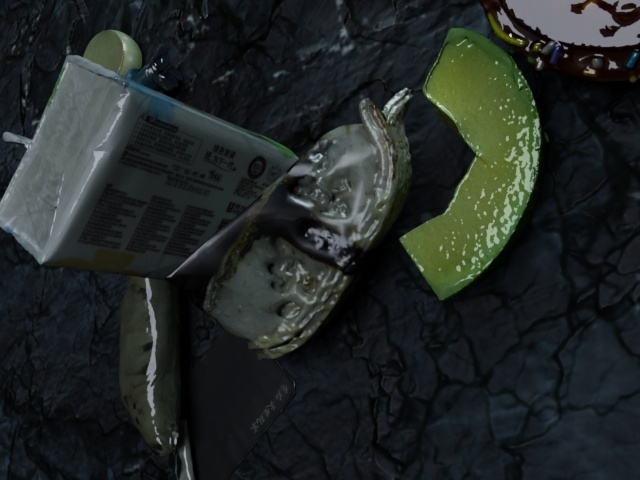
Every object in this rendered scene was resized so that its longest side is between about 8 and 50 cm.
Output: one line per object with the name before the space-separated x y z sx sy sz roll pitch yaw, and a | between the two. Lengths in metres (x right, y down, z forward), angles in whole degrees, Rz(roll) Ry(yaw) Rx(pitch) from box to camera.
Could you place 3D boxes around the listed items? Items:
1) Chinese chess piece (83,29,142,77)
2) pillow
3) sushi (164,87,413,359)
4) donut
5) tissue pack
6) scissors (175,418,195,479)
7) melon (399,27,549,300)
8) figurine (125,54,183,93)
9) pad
Chinese chess piece | -0.266 -0.225 0.797 0.084 0.034 0.084 -5 81 30
pillow | -0.189 0.108 0.676 0.093 0.051 0.241 -19 71 40
sushi | 0.011 -0.004 0.547 0.273 0.134 0.109 -42 75 2
donut | 0.228 -0.219 0.445 0.235 0.089 0.235 -1 88 30
tissue pack | -0.158 -0.060 0.580 0.145 0.229 0.159 35 102 31
scissors | -0.128 0.287 0.620 0.110 0.021 0.212 -18 74 27
melon | 0.124 -0.055 0.507 0.118 0.064 0.209 23 96 32
figurine | -0.238 -0.163 0.745 0.149 0.087 0.086 -32 28 22
pad | -0.099 0.168 0.637 0.112 0.003 0.157 44 104 30
